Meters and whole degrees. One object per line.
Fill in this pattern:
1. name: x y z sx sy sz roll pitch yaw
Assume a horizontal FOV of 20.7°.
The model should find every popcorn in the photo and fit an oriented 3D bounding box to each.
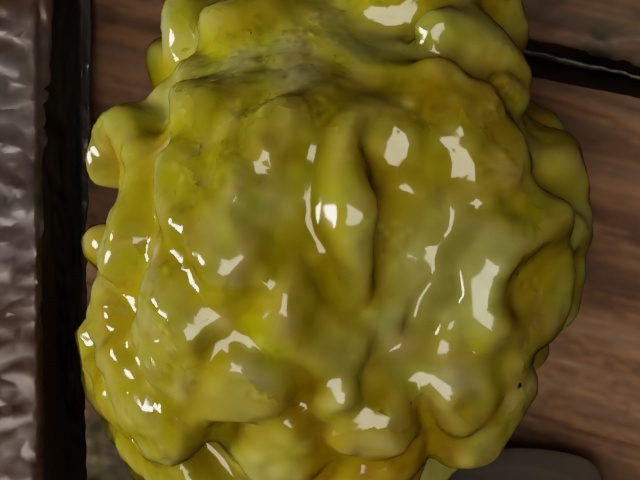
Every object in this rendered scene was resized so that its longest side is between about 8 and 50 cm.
1. popcorn: -0.004 -0.002 0.682 0.181 0.217 0.235 8 94 -18

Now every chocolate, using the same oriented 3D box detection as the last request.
1. chocolate: -0.150 0.020 0.705 0.112 0.112 0.321 0 81 2

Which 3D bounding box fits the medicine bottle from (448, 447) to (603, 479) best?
1. medicine bottle: -0.016 0.183 0.763 0.296 0.111 0.161 -9 102 9
